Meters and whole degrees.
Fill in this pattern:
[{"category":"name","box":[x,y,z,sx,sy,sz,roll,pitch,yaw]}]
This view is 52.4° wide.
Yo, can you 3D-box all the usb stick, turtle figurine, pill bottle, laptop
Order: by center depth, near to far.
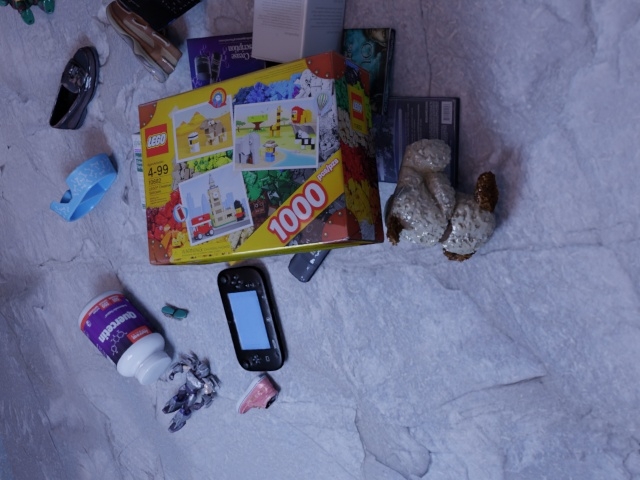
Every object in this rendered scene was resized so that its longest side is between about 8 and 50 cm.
[{"category":"usb stick","box":[0.000,0.000,1.664,0.077,0.045,0.278,46,127,16]},{"category":"laptop","box":[-0.403,-0.712,1.668,0.234,0.264,0.137,41,162,20]},{"category":"turtle figurine","box":[-0.970,-0.793,2.091,0.234,0.118,0.175,41,85,17]},{"category":"pill bottle","box":[-0.651,0.329,2.183,0.323,0.181,0.182,41,125,19]}]

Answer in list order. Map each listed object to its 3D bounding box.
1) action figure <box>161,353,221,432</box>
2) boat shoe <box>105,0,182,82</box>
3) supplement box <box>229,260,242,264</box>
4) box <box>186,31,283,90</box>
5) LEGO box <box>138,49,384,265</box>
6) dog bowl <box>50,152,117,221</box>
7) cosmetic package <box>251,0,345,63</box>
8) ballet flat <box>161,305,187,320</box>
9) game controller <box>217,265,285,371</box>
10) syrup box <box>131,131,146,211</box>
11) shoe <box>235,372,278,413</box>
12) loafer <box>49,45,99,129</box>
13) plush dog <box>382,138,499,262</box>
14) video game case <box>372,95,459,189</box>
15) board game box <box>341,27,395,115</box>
[{"category":"action figure","box":[-0.430,0.496,2.129,0.185,0.099,0.285,47,124,26]},{"category":"boat shoe","box":[-0.483,-0.571,1.808,0.116,0.123,0.324,-41,67,5]},{"category":"supplement box","box":[-0.188,-0.071,1.689,0.129,0.191,0.194,-42,78,38]},{"category":"box","box":[-0.205,-0.426,1.642,0.261,0.103,0.184,7,112,35]},{"category":"LEGO box","box":[-0.135,-0.152,1.415,0.500,0.193,0.373,-8,85,28]},{"category":"dog bowl","box":[-0.767,-0.165,2.123,0.074,0.166,0.297,48,128,0]},{"category":"cosmetic package","box":[-0.048,-0.496,1.464,0.151,0.151,0.184,20,115,31]},{"category":"ballet flat","box":[-0.468,0.241,2.112,0.114,0.041,0.041,12,112,34]},{"category":"game controller","box":[-0.199,0.228,1.880,0.166,0.067,0.319,-6,102,38]},{"category":"syrup box","box":[-0.481,-0.205,1.927,0.093,0.096,0.237,9,111,35]},{"category":"shoe","box":[-0.192,0.486,1.963,0.081,0.063,0.178,46,123,22]},{"category":"loafer","box":[-0.786,-0.474,2.067,0.109,0.095,0.303,43,126,17]},{"category":"plush dog","box":[0.256,-0.051,1.363,0.225,0.211,0.262,14,136,-1]},{"category":"video game case","box":[0.181,-0.224,1.465,0.274,0.026,0.196,10,111,35]},{"category":"board game box","box":[0.100,-0.377,1.454,0.126,0.026,0.186,11,102,35]}]
